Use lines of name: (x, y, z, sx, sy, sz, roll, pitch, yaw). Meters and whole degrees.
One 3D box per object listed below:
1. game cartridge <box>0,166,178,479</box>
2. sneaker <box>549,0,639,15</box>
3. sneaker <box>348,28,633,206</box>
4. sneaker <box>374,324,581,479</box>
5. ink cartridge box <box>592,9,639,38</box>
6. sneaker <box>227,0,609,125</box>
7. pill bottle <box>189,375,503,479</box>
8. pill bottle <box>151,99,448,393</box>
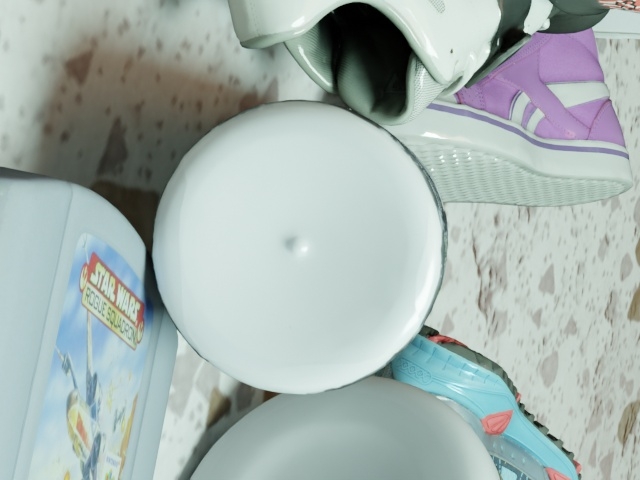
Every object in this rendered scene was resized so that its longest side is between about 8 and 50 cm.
game cartridge: (-0.118, 0.081, 0.665, 0.297, 0.062, 0.198, 67, 36, -74)
sneaker: (0.255, -0.176, 0.935, 0.270, 0.145, 0.090, -13, 96, -45)
sneaker: (0.099, -0.109, 1.070, 0.282, 0.102, 0.161, 4, 76, -54)
sneaker: (0.087, 0.156, 1.127, 0.125, 0.104, 0.262, -53, 139, -10)
ink cartridge box: (0.244, -0.287, 1.129, 0.117, 0.201, 0.278, -52, 139, -46)
sneaker: (0.055, -0.130, 0.917, 0.331, 0.122, 0.146, 7, 80, -48)
pill bottle: (0.056, 0.240, 0.981, 0.188, 0.188, 0.334, -63, 146, -27)
pill bottle: (0.000, 0.000, 0.823, 0.246, 0.131, 0.130, -14, 113, -85)
